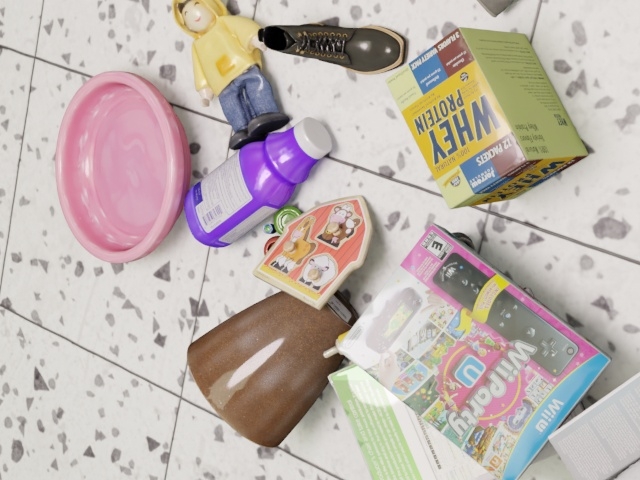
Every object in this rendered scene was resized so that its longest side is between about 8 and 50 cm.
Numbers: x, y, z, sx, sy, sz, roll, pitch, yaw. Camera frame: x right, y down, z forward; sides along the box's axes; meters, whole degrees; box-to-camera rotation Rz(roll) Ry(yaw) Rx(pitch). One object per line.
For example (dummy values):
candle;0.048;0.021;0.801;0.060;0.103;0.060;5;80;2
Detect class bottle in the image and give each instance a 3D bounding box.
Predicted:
bottle;-0.101;-0.098;1.993;0.283;0.092;0.118;-36;57;32

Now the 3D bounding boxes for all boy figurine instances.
boy figurine;-0.149;-0.298;2.014;0.177;0.092;0.285;-31;80;36

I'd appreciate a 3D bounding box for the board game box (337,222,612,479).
board game box;0.212;0.155;1.696;0.303;0.097;0.224;38;95;14

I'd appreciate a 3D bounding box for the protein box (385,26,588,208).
protein box;0.230;-0.167;1.689;0.136;0.199;0.201;-33;76;33

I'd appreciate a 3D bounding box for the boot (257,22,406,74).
boot;0.016;-0.292;1.867;0.197;0.137;0.077;8;100;34

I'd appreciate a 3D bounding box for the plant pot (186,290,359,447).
plant pot;-0.054;0.171;1.941;0.230;0.215;0.215;-42;70;15

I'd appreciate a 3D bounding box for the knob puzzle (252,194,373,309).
knob puzzle;0.000;0.000;1.907;0.213;0.030;0.213;-21;43;21

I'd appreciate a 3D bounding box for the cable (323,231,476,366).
cable;0.145;0.121;1.845;0.139;0.072;0.287;40;111;-17

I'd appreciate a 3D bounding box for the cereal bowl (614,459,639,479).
cereal bowl;0.497;0.373;1.544;0.338;0.141;0.339;3;123;5

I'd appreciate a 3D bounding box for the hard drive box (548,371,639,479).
hard drive box;0.439;0.217;1.593;0.232;0.181;0.089;-42;69;30

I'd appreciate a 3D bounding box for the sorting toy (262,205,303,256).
sorting toy;-0.061;-0.010;2.016;0.061;0.042;0.102;27;98;14

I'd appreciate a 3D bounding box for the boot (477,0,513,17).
boot;0.305;-0.382;1.691;0.208;0.076;0.190;-40;58;24

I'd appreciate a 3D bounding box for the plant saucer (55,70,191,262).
plant saucer;-0.336;-0.128;2.149;0.332;0.084;0.332;4;95;43

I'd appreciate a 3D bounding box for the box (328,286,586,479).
box;0.200;0.236;1.771;0.322;0.058;0.232;-24;80;11
